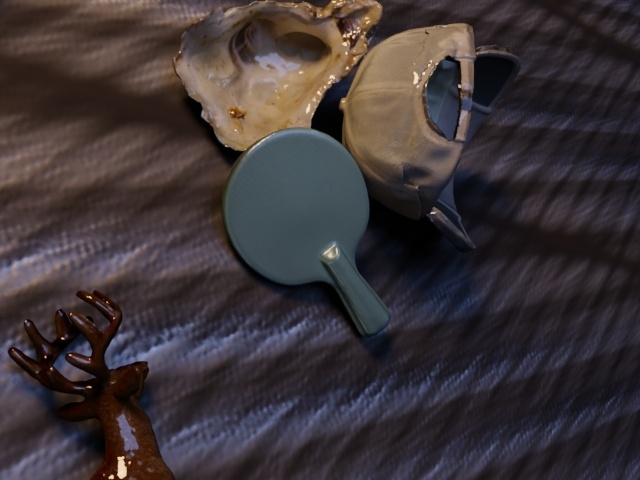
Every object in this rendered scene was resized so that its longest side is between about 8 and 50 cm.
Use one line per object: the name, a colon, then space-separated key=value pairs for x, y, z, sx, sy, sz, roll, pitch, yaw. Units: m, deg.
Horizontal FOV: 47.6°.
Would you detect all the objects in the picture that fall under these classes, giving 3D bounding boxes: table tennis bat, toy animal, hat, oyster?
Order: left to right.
toy animal: x=-0.156 y=0.192 z=0.522 sx=0.260 sy=0.087 sz=0.243 roll=49 pitch=49 yaw=-17
oyster: x=-0.039 y=-0.186 z=0.767 sx=0.232 sy=0.107 sz=0.162 roll=-37 pitch=108 yaw=-24
table tennis bat: x=0.000 y=0.000 z=0.727 sx=0.149 sy=0.038 sz=0.237 roll=-39 pitch=109 yaw=-12
hat: x=0.122 y=-0.119 z=0.814 sx=0.275 sy=0.161 sz=0.232 roll=19 pitch=88 yaw=-61
